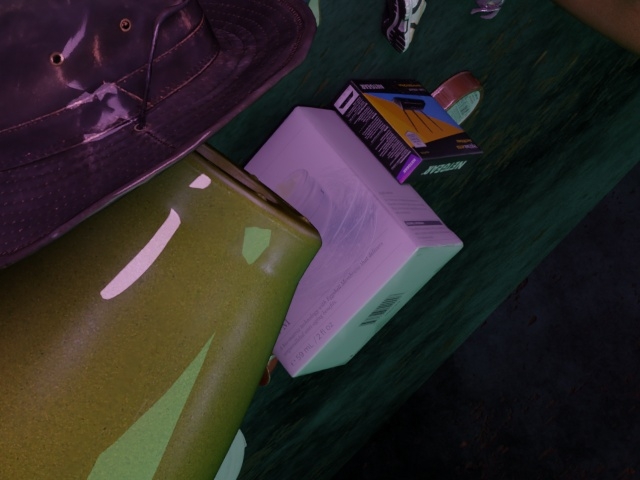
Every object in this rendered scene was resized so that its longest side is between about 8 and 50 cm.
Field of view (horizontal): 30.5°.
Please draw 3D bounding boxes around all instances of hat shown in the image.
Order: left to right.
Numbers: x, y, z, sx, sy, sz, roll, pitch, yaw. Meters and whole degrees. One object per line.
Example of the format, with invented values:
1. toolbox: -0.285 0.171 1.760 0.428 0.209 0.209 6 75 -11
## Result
1. hat: -0.176 -0.130 0.750 0.331 0.331 0.134 -35 126 -17

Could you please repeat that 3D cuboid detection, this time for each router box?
1. router box: 0.109 -0.136 1.438 0.046 0.133 0.179 -48 162 27

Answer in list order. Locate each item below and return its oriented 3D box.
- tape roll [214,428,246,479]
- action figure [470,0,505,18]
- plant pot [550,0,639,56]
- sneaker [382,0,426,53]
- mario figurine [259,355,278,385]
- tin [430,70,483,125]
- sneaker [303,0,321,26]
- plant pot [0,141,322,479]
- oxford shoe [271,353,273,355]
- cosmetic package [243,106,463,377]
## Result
1. tape roll: -0.239 0.252 1.470 0.246 0.169 0.246 -22 136 -22
2. action figure: 0.248 -0.343 1.283 0.185 0.099 0.285 -32 165 -44
3. plant pot: 0.427 -0.320 1.455 0.237 0.254 0.237 -37 164 -12
4. sneaker: 0.097 -0.246 1.291 0.044 0.040 0.109 -37 164 -19
5. mario figurine: -0.189 0.228 1.665 0.320 0.170 0.198 -34 160 -17
6. tin: 0.150 -0.160 1.644 0.189 0.040 0.106 -42 159 4
7. sneaker: -0.049 -0.205 1.026 0.086 0.064 0.192 -44 167 -6
8. plant pot: -0.190 0.068 1.013 0.353 0.366 0.366 -54 162 3
9. oxford shoe: -0.036 0.036 1.562 0.364 0.133 0.130 -47 164 19
10. cosmetic package: 0.000 0.000 1.386 0.224 0.225 0.138 -48 160 21
